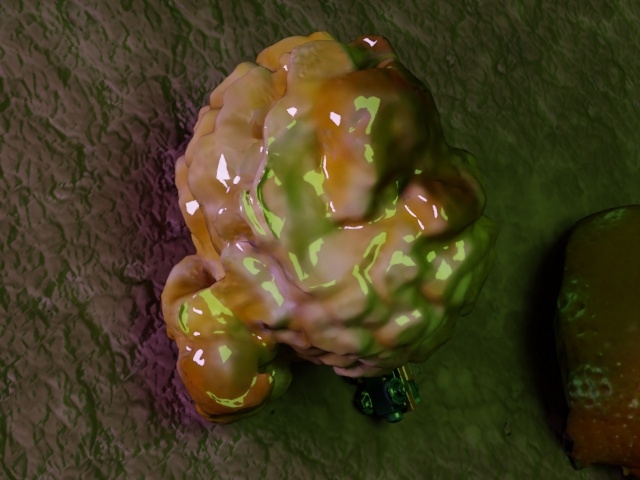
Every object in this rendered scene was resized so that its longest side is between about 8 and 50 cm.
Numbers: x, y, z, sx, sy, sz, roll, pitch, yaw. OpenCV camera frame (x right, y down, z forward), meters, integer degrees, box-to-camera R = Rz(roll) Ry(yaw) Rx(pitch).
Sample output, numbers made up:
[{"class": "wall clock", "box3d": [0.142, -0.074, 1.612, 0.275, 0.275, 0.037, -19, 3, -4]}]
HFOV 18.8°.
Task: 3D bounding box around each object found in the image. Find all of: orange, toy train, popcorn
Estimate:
[{"class": "orange", "box3d": [0.358, 0.101, 1.818, 0.334, 0.196, 0.262, 34, 42, -18]}, {"class": "toy train", "box3d": [0.054, 0.103, 1.638, 0.064, 0.044, 0.103, -15, 84, -52]}, {"class": "popcorn", "box3d": [0.000, 0.000, 1.525, 0.265, 0.225, 0.332, 29, 79, -16]}]
